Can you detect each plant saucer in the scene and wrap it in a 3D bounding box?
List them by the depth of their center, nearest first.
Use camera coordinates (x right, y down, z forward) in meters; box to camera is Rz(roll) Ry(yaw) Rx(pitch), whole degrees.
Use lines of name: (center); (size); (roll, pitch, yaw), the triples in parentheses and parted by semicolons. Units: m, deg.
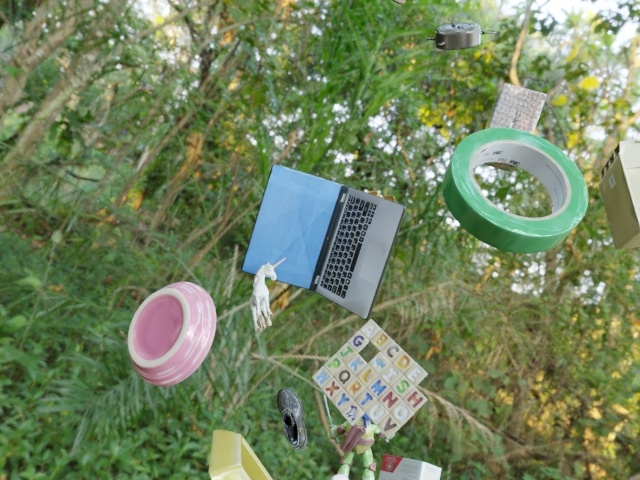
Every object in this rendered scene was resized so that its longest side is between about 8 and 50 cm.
plant saucer: (-0.476, 0.278, 1.764); (0.332, 0.332, 0.084); (25, -9, 39)
plant saucer: (-0.216, 0.757, 1.768); (0.332, 0.081, 0.333); (57, -5, -8)

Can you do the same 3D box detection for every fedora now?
fedora: (0.179, -0.126, 2.117); (0.079, 0.194, 0.194); (55, -15, -24)

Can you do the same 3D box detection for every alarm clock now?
alarm clock: (0.417, -0.599, 1.659); (0.192, 0.064, 0.129); (-8, 29, -7)

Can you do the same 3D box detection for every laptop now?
laptop: (0.000, 0.000, 1.836); (0.236, 0.381, 0.408); (9, 11, -45)

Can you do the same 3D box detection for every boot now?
boot: (-0.109, 0.655, 2.123); (0.229, 0.091, 0.262); (79, -10, -63)

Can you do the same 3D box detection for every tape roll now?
tape roll: (0.451, -0.122, 1.330); (0.321, 0.321, 0.077); (27, -33, 8)

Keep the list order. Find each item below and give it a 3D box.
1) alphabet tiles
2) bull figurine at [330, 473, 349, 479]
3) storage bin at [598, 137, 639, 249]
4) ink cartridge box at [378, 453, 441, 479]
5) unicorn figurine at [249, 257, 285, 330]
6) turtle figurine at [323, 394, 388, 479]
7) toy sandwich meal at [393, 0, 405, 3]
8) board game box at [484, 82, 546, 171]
alphabet tiles: (0.117, 0.317, 1.279); (0.237, 0.198, 0.009); (42, -6, 40)
bull figurine: (0.088, 0.516, 0.945); (0.310, 0.101, 0.188); (57, -2, 0)
storage bin: (0.905, -0.127, 1.624); (0.123, 0.260, 0.262); (-10, -16, 12)
ink cartridge box: (0.193, 0.595, 1.309); (0.072, 0.175, 0.127); (32, -27, -33)
unicorn figurine: (-0.128, 0.124, 1.251); (0.060, 0.162, 0.111); (9, 50, -29)
turtle figurine: (0.131, 0.658, 1.863); (0.198, 0.266, 0.275); (11, -10, -20)
toy sandwich meal: (0.211, -0.662, 1.486); (0.086, 0.085, 0.029); (29, 26, -19)
board game box: (0.654, -0.384, 1.994); (0.141, 0.231, 0.291); (18, 2, 9)
